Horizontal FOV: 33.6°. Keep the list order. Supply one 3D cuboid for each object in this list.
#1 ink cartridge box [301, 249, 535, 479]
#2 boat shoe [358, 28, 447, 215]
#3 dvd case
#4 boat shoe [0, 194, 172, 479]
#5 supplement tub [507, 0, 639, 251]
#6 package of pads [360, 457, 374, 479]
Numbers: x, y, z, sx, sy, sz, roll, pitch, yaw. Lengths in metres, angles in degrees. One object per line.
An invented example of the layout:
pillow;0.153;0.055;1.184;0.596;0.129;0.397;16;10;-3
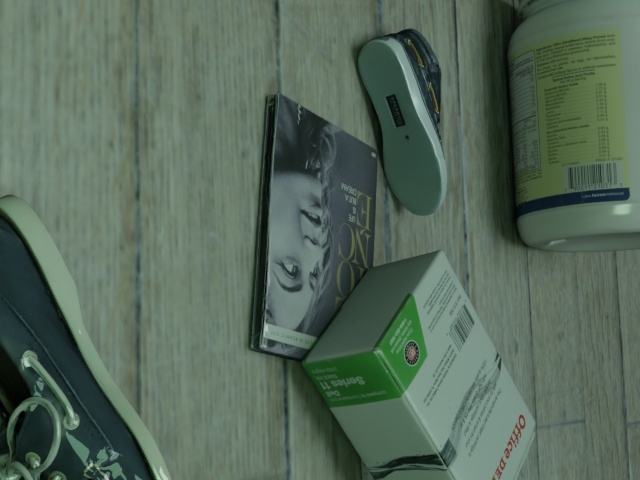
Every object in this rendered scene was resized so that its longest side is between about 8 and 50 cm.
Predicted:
ink cartridge box;0.095;0.139;0.941;0.208;0.086;0.153;60;40;-18
boat shoe;0.099;-0.122;1.065;0.083;0.065;0.183;-34;112;-51
dvd case;0.000;0.000;0.941;0.164;0.018;0.221;23;66;-53
boat shoe;-0.154;0.095;0.594;0.079;0.095;0.255;-24;86;-37
supplement tub;0.349;-0.158;1.292;0.235;0.235;0.325;9;77;-55
package of pads;0.059;0.190;0.984;0.050;0.032;0.083;0;85;-52
